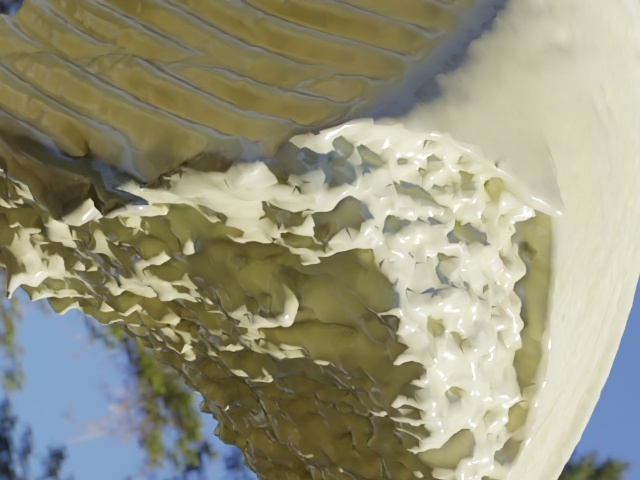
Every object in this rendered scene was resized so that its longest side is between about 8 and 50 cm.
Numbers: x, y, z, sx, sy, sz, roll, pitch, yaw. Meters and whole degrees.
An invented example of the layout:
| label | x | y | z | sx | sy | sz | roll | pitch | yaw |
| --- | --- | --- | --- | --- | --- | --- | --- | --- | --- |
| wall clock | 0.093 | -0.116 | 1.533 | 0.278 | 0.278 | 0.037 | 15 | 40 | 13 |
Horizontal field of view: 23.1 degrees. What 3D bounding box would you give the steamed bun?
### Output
| label | x | y | z | sx | sy | sz | roll | pitch | yaw |
| --- | --- | --- | --- | --- | --- | --- | --- | --- | --- |
| steamed bun | 0.000 | 0.000 | 0.691 | 0.290 | 0.273 | 0.272 | 22 | -40 | 42 |
